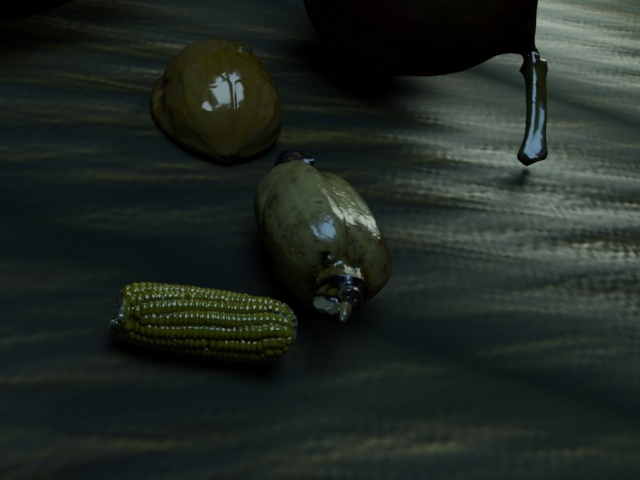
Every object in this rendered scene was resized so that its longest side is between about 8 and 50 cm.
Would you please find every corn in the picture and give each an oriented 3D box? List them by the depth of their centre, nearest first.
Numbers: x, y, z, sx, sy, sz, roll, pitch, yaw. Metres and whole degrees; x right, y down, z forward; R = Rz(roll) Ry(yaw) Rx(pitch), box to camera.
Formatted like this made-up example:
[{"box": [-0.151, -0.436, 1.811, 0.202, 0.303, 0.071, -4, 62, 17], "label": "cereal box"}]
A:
[{"box": [-0.058, 0.041, 0.483, 0.092, 0.037, 0.037, 10, 36, -15], "label": "corn"}]

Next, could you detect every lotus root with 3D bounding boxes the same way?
[{"box": [0.000, 0.000, 0.544, 0.072, 0.063, 0.152, 33, 20, -29], "label": "lotus root"}]

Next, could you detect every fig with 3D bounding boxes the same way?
[{"box": [0.111, -0.206, 0.785, 0.249, 0.186, 0.204, 29, 17, 1], "label": "fig"}]

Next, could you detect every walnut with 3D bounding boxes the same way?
[{"box": [-0.069, -0.106, 0.665, 0.091, 0.052, 0.121, 4, 36, -17], "label": "walnut"}]

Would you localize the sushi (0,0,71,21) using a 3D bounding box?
[{"box": [-0.290, -0.331, 0.683, 0.285, 0.329, 0.328, 5, 33, 33], "label": "sushi"}]
